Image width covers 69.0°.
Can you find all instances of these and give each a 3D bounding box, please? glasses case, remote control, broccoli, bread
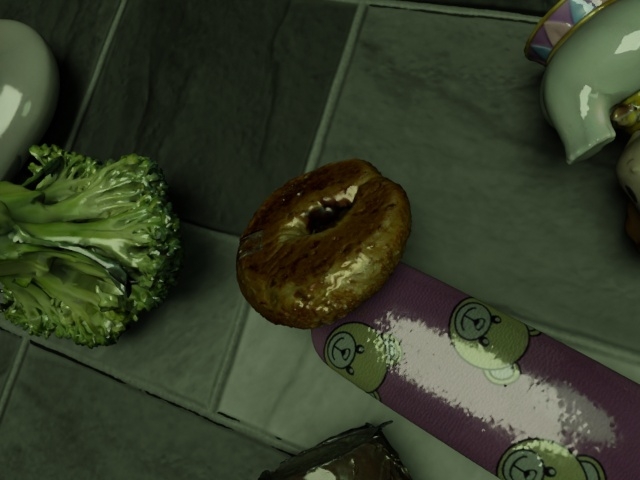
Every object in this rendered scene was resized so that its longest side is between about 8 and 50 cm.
[{"bbox_3d":[0.137,0.120,0.406,0.317,0.076,0.123,27,85,20],"label":"glasses case"},{"bbox_3d":[-0.468,-0.139,0.609,0.221,0.103,0.332,36,90,24],"label":"remote control"},{"bbox_3d":[-0.324,-0.003,0.425,0.252,0.362,0.221,8,88,55],"label":"broccoli"},{"bbox_3d":[0.000,0.000,0.443,0.193,0.064,0.193,-22,40,20],"label":"bread"}]

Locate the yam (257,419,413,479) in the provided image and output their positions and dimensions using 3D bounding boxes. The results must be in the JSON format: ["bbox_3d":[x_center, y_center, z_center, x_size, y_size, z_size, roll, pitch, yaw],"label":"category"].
[{"bbox_3d":[0.067,0.288,0.373,0.131,0.131,0.279,-35,73,7],"label":"yam"}]

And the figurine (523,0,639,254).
[{"bbox_3d":[0.287,-0.091,0.375,0.190,0.142,0.263,-27,73,-6],"label":"figurine"}]
